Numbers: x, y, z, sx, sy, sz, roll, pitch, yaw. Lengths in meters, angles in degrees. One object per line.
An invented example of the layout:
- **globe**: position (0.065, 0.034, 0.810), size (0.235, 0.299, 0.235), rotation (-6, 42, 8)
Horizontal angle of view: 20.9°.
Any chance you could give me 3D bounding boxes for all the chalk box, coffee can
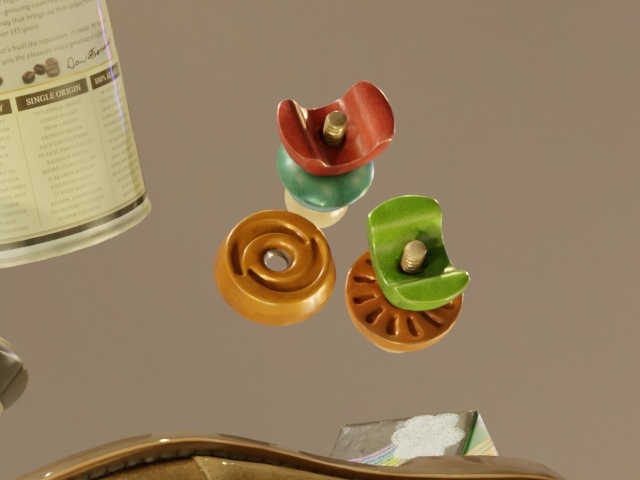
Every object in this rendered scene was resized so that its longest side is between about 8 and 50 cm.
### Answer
- **chalk box**: position (0.087, 0.348, 1.863), size (0.179, 0.180, 0.289), rotation (64, -148, -28)
- **coffee can**: position (-0.256, -0.136, 1.347), size (0.201, 0.201, 0.275), rotation (-27, -68, -48)

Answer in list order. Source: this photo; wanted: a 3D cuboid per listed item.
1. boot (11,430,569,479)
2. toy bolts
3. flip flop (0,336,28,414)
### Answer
- **boot**: position (-0.004, 0.132, 0.572), size (0.305, 0.112, 0.115), rotation (-2, -163, -28)
- **toy bolts**: position (0.000, 0.000, 1.508), size (0.218, 0.158, 0.229), rotation (-10, -117, -13)
- **flip flop**: position (-0.339, 0.085, 1.460), size (0.080, 0.112, 0.277), rotation (52, 179, 37)
